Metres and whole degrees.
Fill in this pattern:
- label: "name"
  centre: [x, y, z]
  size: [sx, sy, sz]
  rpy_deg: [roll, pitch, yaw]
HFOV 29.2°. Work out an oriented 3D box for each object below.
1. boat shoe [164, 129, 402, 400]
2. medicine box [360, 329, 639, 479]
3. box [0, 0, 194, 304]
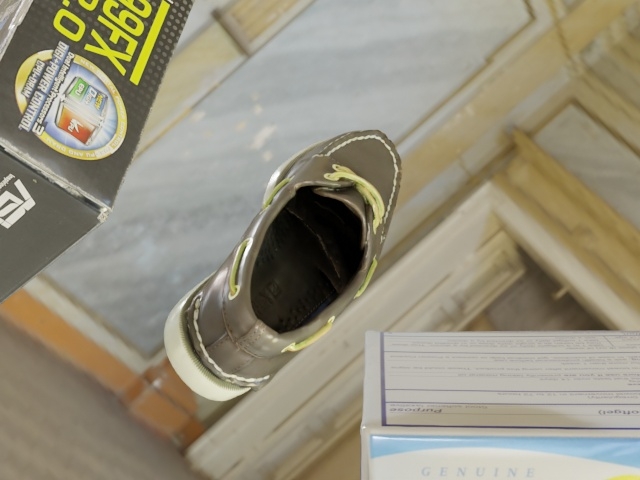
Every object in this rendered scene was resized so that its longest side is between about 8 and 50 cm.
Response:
- label: "boat shoe"
  centre: [0.000, 0.000, 0.692]
  size: [0.081, 0.069, 0.227]
  rpy_deg: [47, 43, -10]
- label: "medicine box"
  centre: [0.158, 0.153, 0.789]
  size: [0.289, 0.264, 0.149]
  rpy_deg: [-71, 161, -82]
- label: "box"
  centre: [-0.154, -0.050, 0.551]
  size: [0.060, 0.270, 0.216]
  rpy_deg: [34, 46, -24]
